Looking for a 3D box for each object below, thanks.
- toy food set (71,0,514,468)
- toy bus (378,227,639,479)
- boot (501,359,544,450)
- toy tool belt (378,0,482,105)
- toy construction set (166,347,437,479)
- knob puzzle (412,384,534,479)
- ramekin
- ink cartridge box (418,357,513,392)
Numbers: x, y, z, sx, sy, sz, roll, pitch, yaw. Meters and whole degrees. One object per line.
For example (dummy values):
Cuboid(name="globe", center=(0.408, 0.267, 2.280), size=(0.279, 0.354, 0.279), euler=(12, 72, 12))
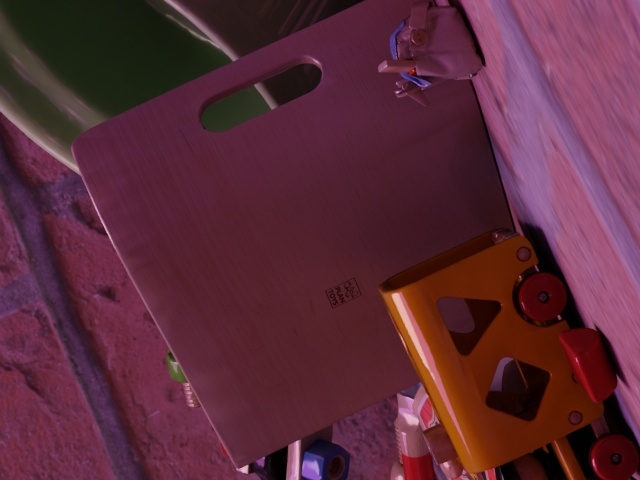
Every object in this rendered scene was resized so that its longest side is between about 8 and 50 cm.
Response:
Cuboid(name="toy food set", center=(0.000, 0.000, 1.212), size=(0.306, 0.219, 0.092), euler=(67, 177, -50))
Cuboid(name="toy bus", center=(0.107, 0.092, 1.135), size=(0.191, 0.104, 0.202), euler=(67, 178, -48))
Cuboid(name="boot", center=(0.155, 0.122, 1.301), size=(0.087, 0.042, 0.118), euler=(92, 153, -72))
Cuboid(name="toy tool belt", center=(0.052, -0.098, 1.048), size=(0.083, 0.051, 0.052), euler=(122, 123, -89))
Cuboid(name="toy construction set", center=(0.029, 0.071, 1.628), size=(0.309, 0.257, 0.237), euler=(-133, 28, -54))
Cuboid(name="knob puzzle", center=(0.108, 0.167, 1.308), size=(0.213, 0.030, 0.213), euler=(55, 164, 24))
Cuboid(name="ramekin", center=(-0.101, -0.154, 1.311), size=(0.303, 0.148, 0.303), euler=(27, 155, 14))
Cuboid(name="ink cartridge box", center=(0.146, 0.172, 1.450), size=(0.191, 0.082, 0.139), euler=(65, 178, -19))
